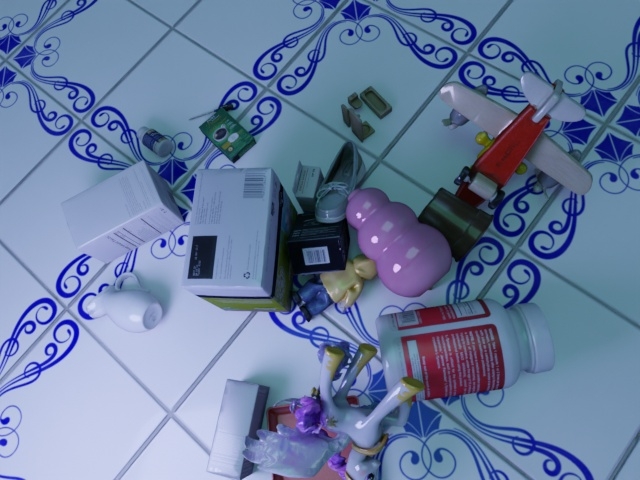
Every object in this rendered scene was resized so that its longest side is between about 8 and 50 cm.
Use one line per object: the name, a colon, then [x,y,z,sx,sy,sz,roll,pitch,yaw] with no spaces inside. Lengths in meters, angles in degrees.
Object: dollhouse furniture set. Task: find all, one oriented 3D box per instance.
dollhouse furniture set: [0.147,-0.440,1.566,0.151,0.123,0.144,-37,70,-5]

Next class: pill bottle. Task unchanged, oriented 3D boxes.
pill bottle: [-0.579,-0.347,1.672,0.120,0.067,0.067,34,79,17]
pill bottle: [0.358,0.276,1.235,0.407,0.229,0.229,-10,70,5]

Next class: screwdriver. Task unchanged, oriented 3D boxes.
screwdriver: [-0.390,-0.457,1.707,0.169,0.024,0.025,-11,99,7]

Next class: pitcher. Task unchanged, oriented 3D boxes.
pitcher: [-0.578,0.185,1.473,0.207,0.126,0.178,12,58,24]

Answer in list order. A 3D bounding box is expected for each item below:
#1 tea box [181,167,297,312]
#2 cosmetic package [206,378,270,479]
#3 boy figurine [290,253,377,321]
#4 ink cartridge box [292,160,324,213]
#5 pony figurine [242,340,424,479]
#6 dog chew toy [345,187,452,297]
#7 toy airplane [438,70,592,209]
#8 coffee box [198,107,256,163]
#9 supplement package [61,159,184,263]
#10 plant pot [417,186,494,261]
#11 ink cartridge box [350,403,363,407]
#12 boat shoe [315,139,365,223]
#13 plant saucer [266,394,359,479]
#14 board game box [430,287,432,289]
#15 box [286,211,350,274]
tea box: [-0.208,0.013,1.358,0.219,0.323,0.329,0,72,9]
cosmetic package: [-0.218,0.502,1.299,0.107,0.127,0.238,10,75,12]
boy figurine: [0.052,0.115,1.409,0.285,0.092,0.177,-33,69,-4]
ink cartridge box: [-0.030,-0.157,1.465,0.060,0.180,0.104,8,73,13]
pony figurine: [0.038,0.418,1.122,0.350,0.303,0.364,20,107,12]
dog chew toy: [0.196,-0.008,1.307,0.206,0.207,0.332,-40,79,-6]
toy airplane: [0.551,-0.291,1.378,0.383,0.272,0.387,-8,103,19]
coffee box: [-0.319,-0.362,1.653,0.113,0.040,0.184,-44,71,-8]
supplement package: [-0.623,-0.086,1.532,0.292,0.175,0.178,-28,71,-2]
plant pot: [0.369,-0.054,1.361,0.165,0.167,0.167,37,80,5]
ink cartridge box: [0.096,0.476,1.262,0.048,0.028,0.084,7,73,12]
boat shoe: [0.056,-0.173,1.434,0.118,0.103,0.321,3,43,26]
plant saucer: [-0.005,0.565,1.287,0.258,0.048,0.259,-10,69,5]
board game box: [0.281,0.053,1.420,0.092,0.043,0.182,0,71,9]
box: [0.000,0.000,1.385,0.153,0.207,0.108,-6,114,12]
